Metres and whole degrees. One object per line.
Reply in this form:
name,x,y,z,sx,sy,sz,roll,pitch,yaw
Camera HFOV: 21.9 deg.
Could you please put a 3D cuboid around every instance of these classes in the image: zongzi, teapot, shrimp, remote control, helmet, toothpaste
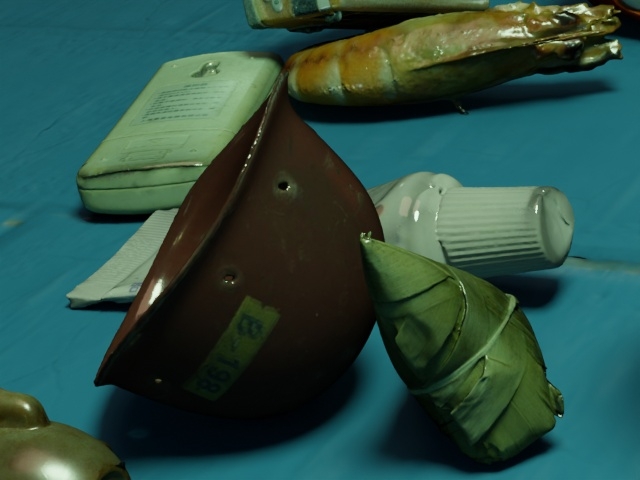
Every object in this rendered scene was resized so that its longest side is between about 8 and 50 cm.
zongzi,0.047,0.018,0.756,0.062,0.130,0.154,-37,22,9
teapot,-0.112,0.097,0.708,0.080,0.085,0.110,4,8,25
shrimp,0.088,-0.129,1.142,0.248,0.068,0.150,0,20,30
remote control,-0.090,-0.077,1.119,0.098,0.038,0.233,-4,24,11
helmet,-0.021,0.014,0.773,0.106,0.175,0.155,27,21,-7
toothpaste,0.001,0.000,0.902,0.282,0.068,0.099,-2,-3,30

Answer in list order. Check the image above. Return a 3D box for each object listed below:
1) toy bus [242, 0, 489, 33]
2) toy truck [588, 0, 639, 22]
toy bus,0.034,-0.198,1.198,0.103,0.091,0.182,-6,1,44
toy truck,0.308,-0.234,1.153,0.265,0.189,0.239,-12,33,-6
